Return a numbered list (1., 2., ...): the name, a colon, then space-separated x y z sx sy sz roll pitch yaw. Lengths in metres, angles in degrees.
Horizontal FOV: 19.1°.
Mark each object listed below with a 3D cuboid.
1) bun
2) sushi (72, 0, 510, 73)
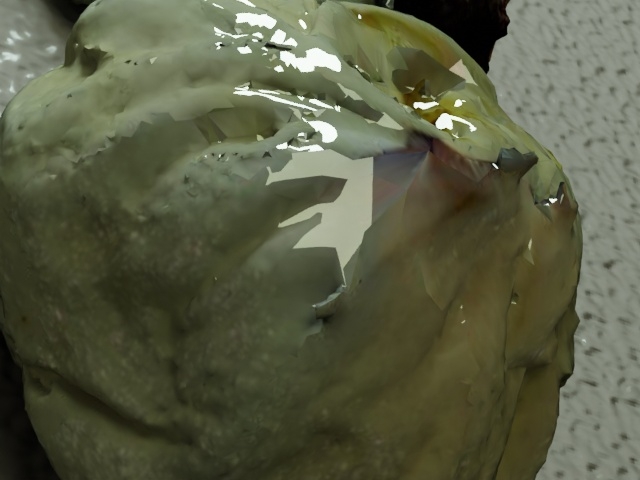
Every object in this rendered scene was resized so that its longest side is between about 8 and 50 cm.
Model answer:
1. bun: -0.007 0.007 0.779 0.282 0.205 0.281 21 43 -21
2. sushi: -0.048 -0.199 0.993 0.343 0.196 0.182 60 23 17
